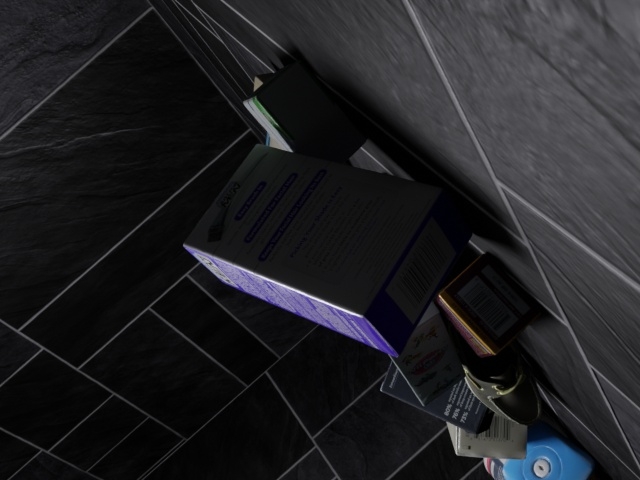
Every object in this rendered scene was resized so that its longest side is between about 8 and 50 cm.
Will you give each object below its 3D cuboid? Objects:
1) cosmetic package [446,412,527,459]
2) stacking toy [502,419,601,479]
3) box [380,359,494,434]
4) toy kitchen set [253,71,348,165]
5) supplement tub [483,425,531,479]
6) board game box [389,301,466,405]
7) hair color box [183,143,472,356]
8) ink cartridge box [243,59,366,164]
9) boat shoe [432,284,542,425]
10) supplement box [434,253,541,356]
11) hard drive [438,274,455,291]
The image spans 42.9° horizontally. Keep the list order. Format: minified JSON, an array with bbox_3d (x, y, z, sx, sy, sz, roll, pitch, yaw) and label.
[{"bbox_3d":[0.366,0.385,1.831,0.296,0.153,0.129,-20,-68,-87],"label":"cosmetic package"},{"bbox_3d":[0.561,0.536,1.833,0.302,0.165,0.175,30,-175,-44],"label":"stacking toy"},{"bbox_3d":[0.243,0.255,1.556,0.207,0.153,0.108,23,-176,25],"label":"box"},{"bbox_3d":[-0.026,-0.189,1.454,0.122,0.166,0.207,47,141,37],"label":"toy kitchen set"},{"bbox_3d":[0.567,0.608,2.100,0.191,0.191,0.272,50,179,-35],"label":"supplement tub"},{"bbox_3d":[0.116,0.109,1.285,0.224,0.097,0.303,56,-179,30],"label":"board game box"},{"bbox_3d":[0.000,0.000,1.049,0.339,0.185,0.110,20,158,41],"label":"hair color box"},{"bbox_3d":[-0.030,-0.180,1.215,0.153,0.087,0.208,48,178,-14],"label":"ink cartridge box"},{"bbox_3d":[0.295,0.213,1.401,0.305,0.109,0.091,54,-179,-16],"label":"boat shoe"},{"bbox_3d":[0.216,0.091,1.086,0.104,0.081,0.188,48,178,10],"label":"supplement box"},{"bbox_3d":[0.164,0.033,1.528,0.339,0.064,0.237,50,179,-8],"label":"hard drive"}]
